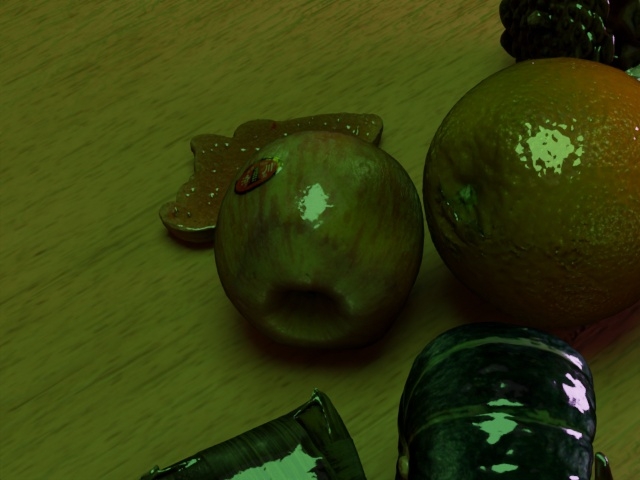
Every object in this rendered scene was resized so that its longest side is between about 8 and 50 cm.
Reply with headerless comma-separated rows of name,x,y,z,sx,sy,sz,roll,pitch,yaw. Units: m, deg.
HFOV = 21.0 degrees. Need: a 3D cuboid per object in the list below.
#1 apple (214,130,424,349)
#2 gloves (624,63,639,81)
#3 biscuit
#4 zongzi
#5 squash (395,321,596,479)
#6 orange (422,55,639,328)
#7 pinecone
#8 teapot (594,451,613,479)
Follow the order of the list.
apple,0.000,0.000,1.703,0.211,0.211,0.188,2,49,5
gloves,0.331,-0.125,1.838,0.094,0.144,0.110,24,50,6
biscuit,-0.050,-0.073,1.884,0.280,0.043,0.183,-26,55,-25
zongzi,-0.054,0.283,1.529,0.247,0.111,0.241,-21,57,-9
squash,0.150,0.195,1.494,0.165,0.252,0.252,3,48,-5
orange,0.231,-0.047,1.690,0.274,0.274,0.274,-2,48,2
pinecone,0.307,-0.247,1.924,0.207,0.208,0.208,-2,48,2
teapot,0.275,0.268,1.516,0.116,0.116,0.173,-13,50,-9
